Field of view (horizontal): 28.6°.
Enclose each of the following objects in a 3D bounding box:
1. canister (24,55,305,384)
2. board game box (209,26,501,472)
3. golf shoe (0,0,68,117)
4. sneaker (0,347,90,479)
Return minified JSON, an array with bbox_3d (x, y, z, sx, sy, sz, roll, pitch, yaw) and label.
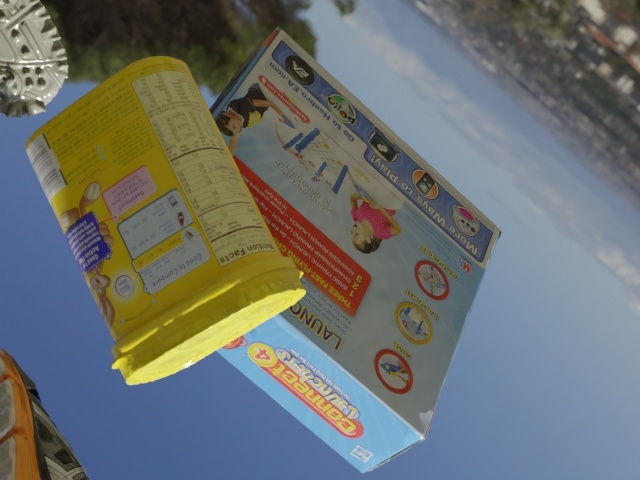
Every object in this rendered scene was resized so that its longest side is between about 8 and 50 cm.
[{"bbox_3d":[-0.101,-0.014,0.786,0.170,0.126,0.073,63,-160,12],"label":"canister"},{"bbox_3d":[0.000,0.000,1.153,0.308,0.086,0.302,42,-139,-11],"label":"board game box"},{"bbox_3d":[-0.188,-0.129,0.576,0.176,0.069,0.086,41,-171,-18],"label":"golf shoe"},{"bbox_3d":[-0.131,0.136,0.585,0.083,0.084,0.215,26,-154,-49],"label":"sneaker"}]
